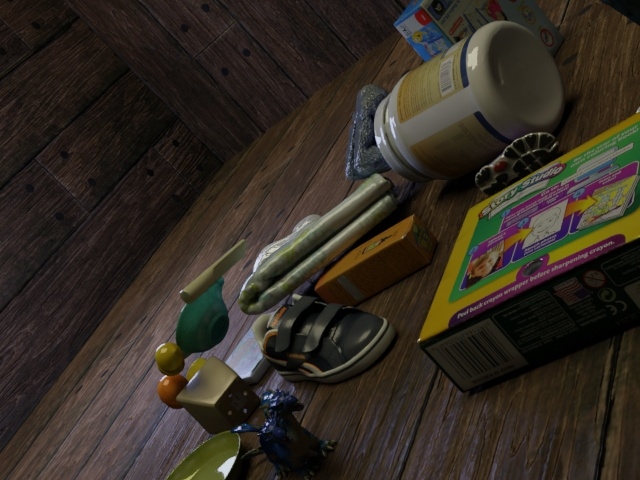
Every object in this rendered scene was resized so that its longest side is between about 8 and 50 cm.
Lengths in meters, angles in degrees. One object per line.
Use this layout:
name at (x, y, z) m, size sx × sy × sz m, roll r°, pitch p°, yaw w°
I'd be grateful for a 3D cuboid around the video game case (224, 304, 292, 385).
video game case at (-0.128, 0.220, 1.962) m, size 0.193 × 0.023 × 0.212 m, roll -24°, pitch 24°, yaw 52°

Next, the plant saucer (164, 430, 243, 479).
plant saucer at (-0.210, 0.422, 1.593) m, size 0.241 × 0.037 × 0.241 m, roll -40°, pitch 14°, yaw 12°

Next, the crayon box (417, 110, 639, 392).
crayon box at (0.322, 0.000, 1.215) m, size 0.363 × 0.106 × 0.313 m, roll -32°, pitch 18°, yaw 38°

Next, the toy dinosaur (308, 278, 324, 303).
toy dinosaur at (0.006, 0.113, 1.915) m, size 0.082 × 0.047 × 0.090 m, roll -39°, pitch 46°, yaw -19°

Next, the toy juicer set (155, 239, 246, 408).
toy juicer set at (-0.245, 0.161, 1.797) m, size 0.209 × 0.089 × 0.329 m, roll -20°, pitch -54°, yaw -58°

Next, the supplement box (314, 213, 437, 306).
supplement box at (0.100, 0.045, 1.738) m, size 0.233 × 0.080 × 0.078 m, roll -34°, pitch 18°, yaw 38°

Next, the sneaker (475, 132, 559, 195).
sneaker at (0.338, -0.144, 1.652) m, size 0.170 × 0.068 × 0.071 m, roll -31°, pitch 14°, yaw 43°

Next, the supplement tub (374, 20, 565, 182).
supplement tub at (0.269, -0.246, 1.788) m, size 0.316 × 0.228 × 0.228 m, roll -24°, pitch 24°, yaw 52°

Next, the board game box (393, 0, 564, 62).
board game box at (0.337, -0.433, 1.985) m, size 0.086 × 0.302 × 0.308 m, roll -26°, pitch 22°, yaw 50°

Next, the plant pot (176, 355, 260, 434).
plant pot at (-0.177, 0.291, 1.753) m, size 0.109 × 0.109 × 0.096 m, roll -50°, pitch 28°, yaw -24°

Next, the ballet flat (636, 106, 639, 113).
ballet flat at (0.481, -0.164, 1.294) m, size 0.221 × 0.079 × 0.077 m, roll -22°, pitch 26°, yaw 55°

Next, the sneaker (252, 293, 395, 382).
sneaker at (-0.012, 0.163, 1.618) m, size 0.321 × 0.127 × 0.126 m, roll -21°, pitch 25°, yaw 53°

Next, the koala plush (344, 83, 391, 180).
koala plush at (0.180, -0.223, 2.042) m, size 0.196 × 0.221 × 0.204 m, roll 175°, pitch 101°, yaw -83°

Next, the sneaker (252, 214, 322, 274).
sneaker at (-0.064, 0.033, 2.191) m, size 0.232 × 0.090 × 0.115 m, roll -46°, pitch 18°, yaw -3°

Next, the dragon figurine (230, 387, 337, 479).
dragon figurine at (-0.074, 0.278, 1.416) m, size 0.085 × 0.144 × 0.289 m, roll -49°, pitch 15°, yaw -21°

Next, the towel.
towel at (0.000, 0.000, 1.929) m, size 0.374 × 0.090 × 0.320 m, roll -39°, pitch -1°, yaw 5°

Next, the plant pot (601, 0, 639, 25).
plant pot at (0.597, -0.481, 1.579) m, size 0.252 × 0.247 × 0.247 m, roll -61°, pitch 14°, yaw 4°
